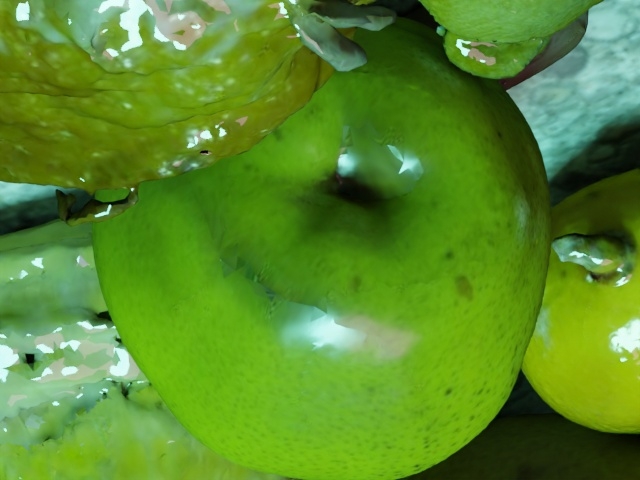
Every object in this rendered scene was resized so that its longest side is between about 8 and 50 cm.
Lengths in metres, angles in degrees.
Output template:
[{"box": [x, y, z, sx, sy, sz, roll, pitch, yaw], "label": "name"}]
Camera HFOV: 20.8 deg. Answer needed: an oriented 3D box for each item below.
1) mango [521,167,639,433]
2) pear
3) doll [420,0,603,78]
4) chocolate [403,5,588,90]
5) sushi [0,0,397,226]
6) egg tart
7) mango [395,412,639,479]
[{"box": [0.203, 0.036, 0.892, 0.316, 0.119, 0.176, 14, 138, -46], "label": "mango"}, {"box": [-0.001, 0.001, 0.691, 0.198, 0.198, 0.198, -9, 148, -6], "label": "pear"}, {"box": [0.029, -0.151, 0.586, 0.209, 0.097, 0.137, 34, 109, -25], "label": "doll"}, {"box": [0.066, -0.081, 0.741, 0.100, 0.031, 0.064, -28, 140, 25], "label": "chocolate"}, {"box": [-0.098, -0.113, 0.500, 0.296, 0.167, 0.179, 11, 161, 30], "label": "sushi"}, {"box": [-0.103, 0.124, 0.894, 0.351, 0.150, 0.352, -6, 148, -4], "label": "egg tart"}, {"box": [0.152, 0.204, 0.976, 0.263, 0.221, 0.378, -1, 170, -30], "label": "mango"}]
